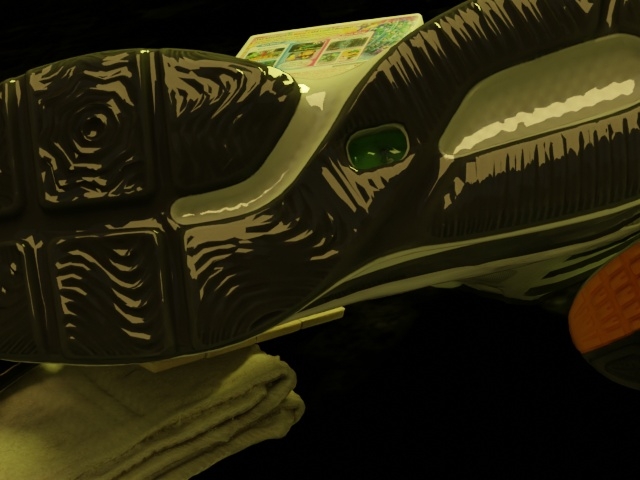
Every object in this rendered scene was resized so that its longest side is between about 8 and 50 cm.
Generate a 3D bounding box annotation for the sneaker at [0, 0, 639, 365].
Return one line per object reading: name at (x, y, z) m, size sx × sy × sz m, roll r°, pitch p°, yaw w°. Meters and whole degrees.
sneaker at (0.001, 0.001, 0.964) m, size 0.447 × 0.257 × 0.169 m, roll -11°, pitch 71°, yaw 7°

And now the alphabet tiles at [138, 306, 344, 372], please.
alphabet tiles at (-0.084, 0.016, 1.070) m, size 0.198 × 0.009 × 0.237 m, roll 24°, pitch 25°, yaw 35°

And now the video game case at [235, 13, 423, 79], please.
video game case at (-0.006, -0.141, 1.430) m, size 0.157 × 0.019 × 0.143 m, roll -5°, pitch 29°, yaw 21°

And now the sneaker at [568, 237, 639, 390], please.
sneaker at (0.260, 0.010, 0.952) m, size 0.262 × 0.099 × 0.121 m, roll -20°, pitch 3°, yaw 4°

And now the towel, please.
towel at (-0.148, 0.088, 1.046) m, size 0.187 × 0.049 × 0.282 m, roll -26°, pitch 28°, yaw -21°

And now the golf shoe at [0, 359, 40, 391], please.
golf shoe at (-0.232, 0.071, 0.993) m, size 0.186 × 0.067 × 0.086 m, roll -27°, pitch 30°, yaw -22°
